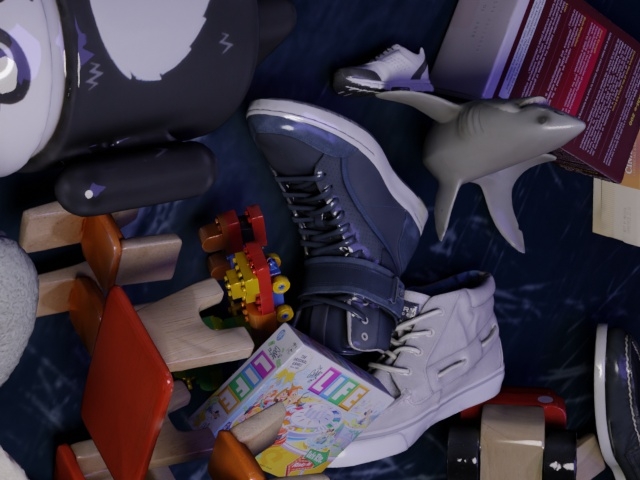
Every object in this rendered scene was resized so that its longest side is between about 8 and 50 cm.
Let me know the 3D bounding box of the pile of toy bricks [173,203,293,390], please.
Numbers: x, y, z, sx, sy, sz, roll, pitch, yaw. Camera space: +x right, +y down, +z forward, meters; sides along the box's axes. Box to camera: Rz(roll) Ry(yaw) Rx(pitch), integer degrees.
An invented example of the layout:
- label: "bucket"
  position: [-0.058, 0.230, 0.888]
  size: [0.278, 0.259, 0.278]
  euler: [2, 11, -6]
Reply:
- label: "pile of toy bricks"
  position: [-0.078, 0.077, 1.106]
  size: [0.105, 0.118, 0.212]
  euler: [-15, 134, -10]

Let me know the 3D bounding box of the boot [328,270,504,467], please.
- label: "boot"
  position: [0.069, 0.103, 1.258]
  size: [0.258, 0.095, 0.123]
  euler: [-21, 112, -47]

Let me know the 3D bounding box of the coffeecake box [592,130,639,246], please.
- label: "coffeecake box"
  position: [0.366, -0.091, 1.481]
  size: [0.186, 0.068, 0.142]
  euler: [-21, 118, -37]

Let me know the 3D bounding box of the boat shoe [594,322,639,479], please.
- label: "boat shoe"
  position: [0.365, 0.217, 1.522]
  size: [0.127, 0.113, 0.340]
  euler: [-66, 146, -49]

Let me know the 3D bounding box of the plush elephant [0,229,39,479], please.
- label: "plush elephant"
  position: [-0.279, 0.092, 0.784]
  size: [0.330, 0.272, 0.255]
  euler: [54, 37, -65]

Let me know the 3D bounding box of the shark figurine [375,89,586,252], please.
- label: "shark figurine"
  position: [0.124, -0.050, 1.221]
  size: [0.278, 0.166, 0.116]
  euler: [73, 25, -80]

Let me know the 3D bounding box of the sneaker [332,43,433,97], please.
- label: "sneaker"
  position: [0.049, -0.142, 1.189]
  size: [0.109, 0.040, 0.043]
  euler: [-6, 91, -46]

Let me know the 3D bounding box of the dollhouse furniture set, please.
- label: "dollhouse furniture set"
  position: [-0.139, 0.135, 0.960]
  size: [0.135, 0.262, 0.259]
  euler: [-16, 147, -29]

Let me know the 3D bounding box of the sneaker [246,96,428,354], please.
- label: "sneaker"
  position: [0.002, 0.000, 1.130]
  size: [0.226, 0.086, 0.163]
  euler: [41, 59, -44]

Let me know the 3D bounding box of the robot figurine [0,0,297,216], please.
- label: "robot figurine"
  position: [-0.150, -0.135, 0.897]
  size: [0.278, 0.209, 0.173]
  euler: [-16, 127, -40]

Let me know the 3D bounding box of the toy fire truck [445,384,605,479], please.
- label: "toy fire truck"
  position: [0.208, 0.231, 1.406]
  size: [0.246, 0.159, 0.217]
  euler: [-68, 158, -68]

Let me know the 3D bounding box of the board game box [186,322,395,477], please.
- label: "board game box"
  position: [-0.019, 0.128, 1.076]
  size: [0.103, 0.026, 0.154]
  euler: [-46, 145, 6]

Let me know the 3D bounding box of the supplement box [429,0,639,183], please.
- label: "supplement box"
  position: [0.212, -0.153, 1.310]
  size: [0.239, 0.073, 0.130]
  euler: [24, 86, -44]
